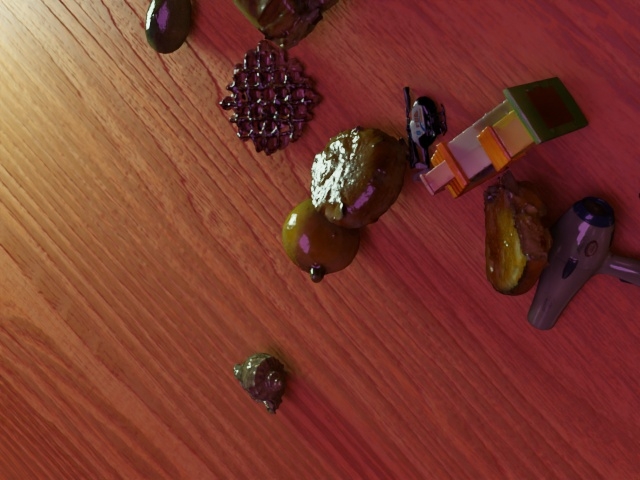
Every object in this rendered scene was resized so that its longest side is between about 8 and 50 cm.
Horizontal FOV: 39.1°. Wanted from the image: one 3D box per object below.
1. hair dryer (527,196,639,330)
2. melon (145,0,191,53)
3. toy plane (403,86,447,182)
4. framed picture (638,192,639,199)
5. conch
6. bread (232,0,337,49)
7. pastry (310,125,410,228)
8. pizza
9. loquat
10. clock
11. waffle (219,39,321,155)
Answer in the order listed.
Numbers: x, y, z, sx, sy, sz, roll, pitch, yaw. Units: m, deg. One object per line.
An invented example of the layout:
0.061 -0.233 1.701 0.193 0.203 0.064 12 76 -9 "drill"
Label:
0.515 0.092 1.692 0.298 0.119 0.296 39 133 -2 "hair dryer"
-0.336 -0.494 2.001 0.099 0.099 0.162 32 123 19 "melon"
0.206 -0.207 1.792 0.078 0.053 0.197 7 112 40 "toy plane"
0.625 -0.030 1.571 0.109 0.011 0.149 -19 100 1 "framed picture"
-0.153 0.350 2.207 0.207 0.130 0.155 -4 94 49 "conch"
-0.091 -0.597 1.737 0.370 0.191 0.314 43 135 -1 "bread"
0.078 -0.135 1.825 0.229 0.100 0.218 -40 48 27 "pastry"
0.366 -0.009 1.675 0.089 0.323 0.223 -3 82 -2 "pizza"
0.000 0.000 1.924 0.149 0.172 0.204 -24 50 43 "loquat"
0.317 -0.169 1.620 0.255 0.220 0.106 -38 79 39 "clock"
-0.114 -0.303 1.961 0.221 0.055 0.234 46 122 12 "waffle"
